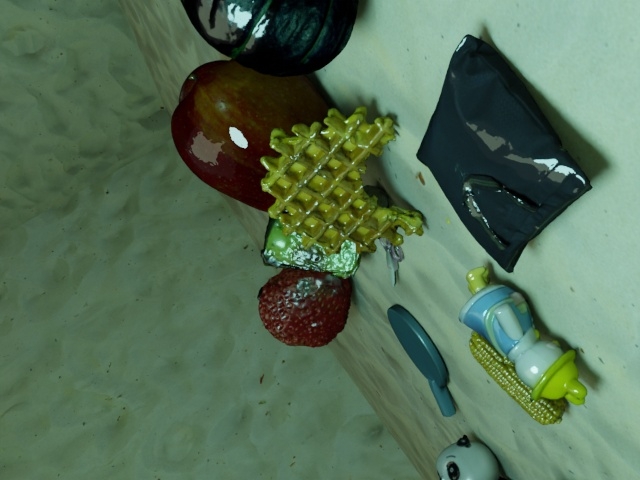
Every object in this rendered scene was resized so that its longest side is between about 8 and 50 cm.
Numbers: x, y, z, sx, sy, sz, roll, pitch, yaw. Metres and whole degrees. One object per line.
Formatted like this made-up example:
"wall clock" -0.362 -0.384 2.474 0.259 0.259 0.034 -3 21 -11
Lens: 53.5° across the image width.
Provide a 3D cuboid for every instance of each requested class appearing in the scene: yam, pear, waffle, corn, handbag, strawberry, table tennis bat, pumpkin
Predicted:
"yam" 0.095 -0.051 1.272 0.084 0.084 0.127 54 171 14
"pear" 0.000 0.000 1.597 0.255 0.239 0.163 1 -85 -79
"waffle" 0.029 -0.091 1.088 0.069 0.260 0.292 -84 -20 -49
"corn" 0.327 0.225 1.074 0.207 0.068 0.068 51 167 33
"handbag" 0.198 -0.084 0.743 0.211 0.089 0.254 56 165 16
"strawberry" -0.037 0.201 1.953 0.291 0.292 0.310 60 170 -13
"table tennis bat" 0.264 0.307 1.624 0.328 0.044 0.215 62 167 -12
"pumpkin" -0.049 -0.347 0.815 0.248 0.248 0.248 54 168 17

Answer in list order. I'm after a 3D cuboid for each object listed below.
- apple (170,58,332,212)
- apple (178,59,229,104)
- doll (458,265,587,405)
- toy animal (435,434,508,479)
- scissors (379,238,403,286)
"apple" -0.117 -0.209 1.216 0.317 0.288 0.288 39 170 -8
"apple" -0.232 -0.323 1.547 0.218 0.218 0.201 53 166 22
"doll" 0.293 0.147 0.937 0.241 0.099 0.135 49 143 31
"toy animal" 0.394 0.624 1.611 0.235 0.165 0.187 53 146 17
"scissors" 0.159 0.049 1.408 0.085 0.022 0.176 47 162 37
